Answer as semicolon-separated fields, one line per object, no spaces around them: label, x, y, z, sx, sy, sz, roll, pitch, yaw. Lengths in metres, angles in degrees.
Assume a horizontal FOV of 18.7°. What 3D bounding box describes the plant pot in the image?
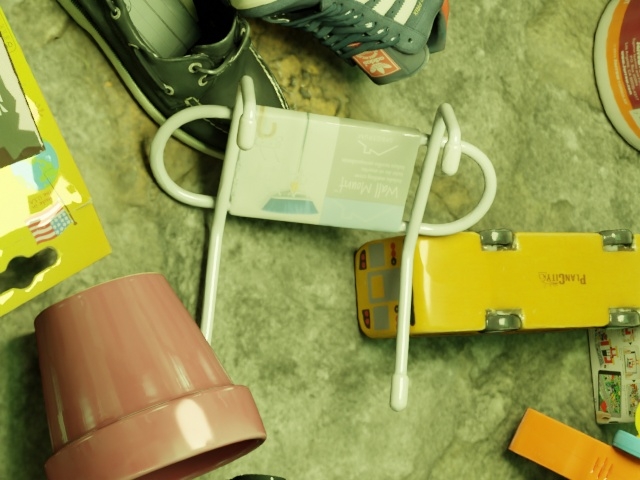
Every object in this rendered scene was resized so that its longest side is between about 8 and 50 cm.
plant pot;-0.172;0.135;1.782;0.201;0.201;0.180;-13;75;-37

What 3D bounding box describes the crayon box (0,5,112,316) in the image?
crayon box;-0.342;-0.085;1.739;0.202;0.081;0.318;-31;102;-35

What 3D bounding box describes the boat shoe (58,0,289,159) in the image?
boat shoe;-0.131;-0.204;1.894;0.340;0.113;0.127;50;58;-21

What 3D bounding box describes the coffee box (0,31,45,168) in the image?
coffee box;-0.398;-0.094;1.583;0.297;0.119;0.168;-24;99;-21

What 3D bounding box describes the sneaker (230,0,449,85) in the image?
sneaker;0.037;-0.226;1.973;0.350;0.131;0.148;-20;100;-55

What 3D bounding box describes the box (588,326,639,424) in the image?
box;0.356;0.104;2.219;0.036;0.114;0.207;-1;85;-37

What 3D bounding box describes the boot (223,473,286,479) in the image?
boot;-0.077;0.278;1.870;0.045;0.121;0.099;17;68;-32

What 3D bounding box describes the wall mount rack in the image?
wall mount rack;0.000;0.000;1.908;0.350;0.130;0.304;7;118;-9

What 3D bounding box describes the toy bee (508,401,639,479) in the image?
toy bee;0.353;0.284;2.120;0.195;0.298;0.162;-46;147;8

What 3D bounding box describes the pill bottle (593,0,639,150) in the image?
pill bottle;0.521;-0.226;2.213;0.224;0.392;0.224;6;80;-37

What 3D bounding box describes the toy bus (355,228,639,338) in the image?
toy bus;0.207;0.048;2.104;0.333;0.130;0.108;0;83;-37
